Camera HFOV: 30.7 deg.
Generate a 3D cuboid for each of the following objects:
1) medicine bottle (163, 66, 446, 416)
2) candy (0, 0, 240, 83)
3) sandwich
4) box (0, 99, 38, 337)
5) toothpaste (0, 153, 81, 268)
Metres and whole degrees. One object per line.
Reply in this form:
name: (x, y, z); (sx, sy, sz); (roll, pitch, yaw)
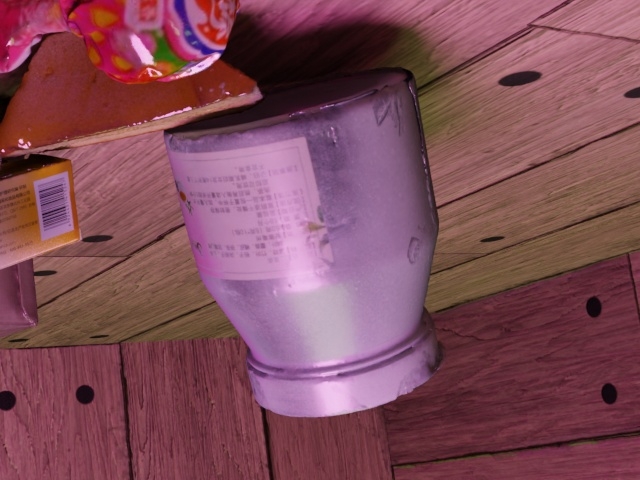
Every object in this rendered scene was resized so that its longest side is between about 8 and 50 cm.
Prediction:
medicine bottle: (0.000, 0.000, 1.134); (0.245, 0.289, 0.245); (-13, -165, 4)
candy: (-0.235, -0.167, 0.869); (0.366, 0.124, 0.124); (-3, 171, 19)
sandwich: (-0.176, -0.134, 1.027); (0.258, 0.096, 0.094); (-10, 174, 9)
box: (-0.379, -0.016, 1.119); (0.155, 0.231, 0.149); (-18, 164, 40)
toothpaste: (-0.341, 0.004, 0.972); (0.071, 0.089, 0.313); (13, -156, 37)
